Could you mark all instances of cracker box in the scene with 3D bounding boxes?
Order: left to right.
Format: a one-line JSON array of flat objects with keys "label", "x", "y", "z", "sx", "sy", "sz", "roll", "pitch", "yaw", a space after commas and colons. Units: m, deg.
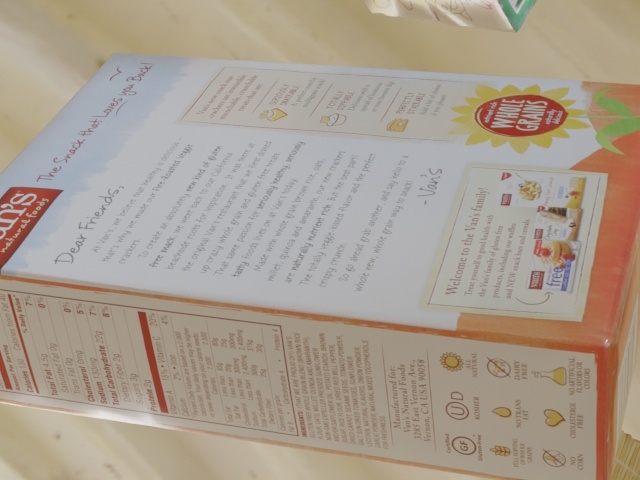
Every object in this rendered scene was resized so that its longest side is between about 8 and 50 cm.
[{"label": "cracker box", "x": 0.000, "y": 0.000, "z": 0.488, "sx": 0.156, "sy": 0.232, "sz": 0.067, "roll": -60, "pitch": 151, "yaw": -49}]

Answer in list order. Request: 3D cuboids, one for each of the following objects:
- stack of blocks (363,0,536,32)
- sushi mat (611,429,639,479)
[{"label": "stack of blocks", "x": 0.108, "y": -0.239, "z": 0.618, "sx": 0.087, "sy": 0.171, "sz": 0.297, "roll": 15, "pitch": -114, "yaw": 41}, {"label": "sushi mat", "x": 0.248, "y": 0.330, "z": 1.213, "sx": 0.019, "sy": 0.151, "sz": 0.317, "roll": 6, "pitch": -109, "yaw": 52}]
